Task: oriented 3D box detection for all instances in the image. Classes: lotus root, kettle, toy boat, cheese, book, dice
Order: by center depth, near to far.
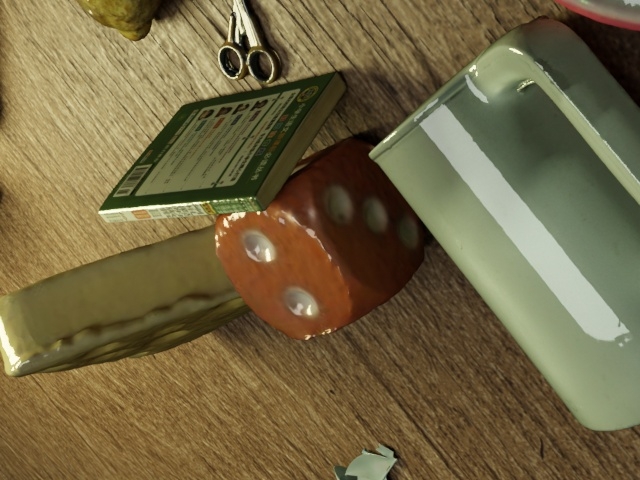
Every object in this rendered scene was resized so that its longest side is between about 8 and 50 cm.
[{"bbox_3d":[0.208,-0.012,0.667,0.205,0.265,0.318,-38,90,22],"label":"kettle"},{"bbox_3d":[0.000,0.000,0.899,0.175,0.174,0.179,-18,106,43],"label":"dice"},{"bbox_3d":[-0.117,-0.103,0.901,0.264,0.202,0.027,-3,134,40],"label":"book"},{"bbox_3d":[-0.236,-0.319,0.904,0.139,0.138,0.214,22,142,26],"label":"lotus root"},{"bbox_3d":[-0.252,0.089,1.033,0.384,0.384,0.104,-30,77,47],"label":"cheese"},{"bbox_3d":[0.066,0.362,1.205,0.105,0.034,0.149,17,129,27],"label":"toy boat"}]

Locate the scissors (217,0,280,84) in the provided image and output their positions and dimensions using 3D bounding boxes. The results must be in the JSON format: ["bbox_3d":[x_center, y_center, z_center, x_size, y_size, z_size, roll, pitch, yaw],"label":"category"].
[{"bbox_3d":[-0.093,-0.283,0.887,0.088,0.017,0.220,16,128,31],"label":"scissors"}]

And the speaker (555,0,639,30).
[{"bbox_3d":[0.228,-0.266,0.459,0.294,0.294,0.294,21,131,27],"label":"speaker"}]
